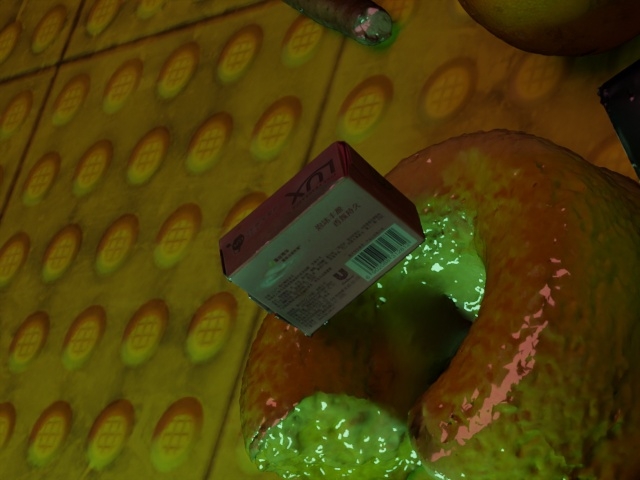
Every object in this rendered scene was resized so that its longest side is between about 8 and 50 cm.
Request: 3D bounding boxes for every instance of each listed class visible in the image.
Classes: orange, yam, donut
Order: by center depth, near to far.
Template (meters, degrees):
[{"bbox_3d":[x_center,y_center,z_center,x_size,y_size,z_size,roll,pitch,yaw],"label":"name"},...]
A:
[{"bbox_3d":[0.112,0.069,1.463,0.435,0.163,0.377,-7,57,49],"label":"donut"},{"bbox_3d":[0.230,-0.286,1.546,0.240,0.240,0.240,-30,43,34],"label":"orange"},{"bbox_3d":[0.012,-0.277,1.945,0.056,0.057,0.241,-56,35,3],"label":"yam"}]

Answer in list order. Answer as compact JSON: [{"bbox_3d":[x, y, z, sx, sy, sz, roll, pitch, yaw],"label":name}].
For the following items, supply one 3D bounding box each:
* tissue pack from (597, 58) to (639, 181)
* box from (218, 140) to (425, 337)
[{"bbox_3d":[0.404,-0.108,1.172,0.370,0.198,0.210,-33,70,30],"label":"tissue pack"},{"bbox_3d":[0.000,0.000,1.423,0.156,0.111,0.060,-40,37,18],"label":"box"}]
